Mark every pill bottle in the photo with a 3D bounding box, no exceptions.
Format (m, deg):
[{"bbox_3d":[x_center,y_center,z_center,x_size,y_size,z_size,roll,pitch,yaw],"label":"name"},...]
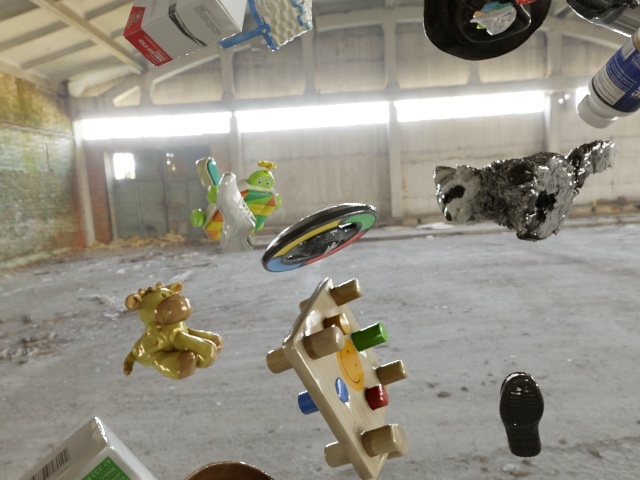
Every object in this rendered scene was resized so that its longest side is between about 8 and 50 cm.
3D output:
[{"bbox_3d":[0.365,-0.190,0.525,0.067,0.066,0.120,-5,-25,-12],"label":"pill bottle"}]

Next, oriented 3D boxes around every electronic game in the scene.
[{"bbox_3d":[0.000,0.000,0.813,0.230,0.048,0.229,-24,-15,-7],"label":"electronic game"}]

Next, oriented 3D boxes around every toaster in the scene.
[{"bbox_3d":[0.593,-0.464,0.842,0.147,0.129,0.226,14,37,-13],"label":"toaster"}]

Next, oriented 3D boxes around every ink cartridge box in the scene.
[{"bbox_3d":[-0.316,-0.566,1.070,0.273,0.196,0.114,-9,-27,26],"label":"ink cartridge box"}]

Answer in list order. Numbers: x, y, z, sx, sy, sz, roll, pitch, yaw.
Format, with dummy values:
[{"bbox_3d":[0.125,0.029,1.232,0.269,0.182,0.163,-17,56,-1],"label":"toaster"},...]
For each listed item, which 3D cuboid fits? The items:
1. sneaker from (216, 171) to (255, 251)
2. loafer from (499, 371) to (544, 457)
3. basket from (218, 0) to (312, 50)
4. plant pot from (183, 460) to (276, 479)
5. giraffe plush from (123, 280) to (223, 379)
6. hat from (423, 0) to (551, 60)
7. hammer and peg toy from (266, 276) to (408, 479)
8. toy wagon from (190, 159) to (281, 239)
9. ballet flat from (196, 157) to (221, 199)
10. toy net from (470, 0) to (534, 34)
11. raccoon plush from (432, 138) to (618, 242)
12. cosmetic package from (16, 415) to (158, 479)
[{"bbox_3d":[-0.142,-0.046,0.768,0.061,0.152,0.053,7,32,10],"label":"sneaker"},{"bbox_3d":[0.396,0.339,0.894,0.080,0.219,0.078,-6,29,14],"label":"loafer"},{"bbox_3d":[-0.176,-0.712,1.360,0.289,0.254,0.201,-16,-34,18],"label":"basket"},{"bbox_3d":[-0.161,0.467,0.603,0.216,0.230,0.215,32,19,-13],"label":"plant pot"},{"bbox_3d":[-0.323,0.178,0.943,0.211,0.170,0.181,0,8,4],"label":"giraffe plush"},{"bbox_3d":[0.427,-0.572,1.091,0.332,0.331,0.133,-4,43,0],"label":"hat"},{"bbox_3d":[0.068,0.261,0.755,0.128,0.361,0.266,-26,9,20],"label":"hammer and peg toy"},{"bbox_3d":[-0.253,-0.122,1.468,0.268,0.068,0.344,2,-38,-46],"label":"toy wagon"},{"bbox_3d":[-0.396,-0.192,1.655,0.087,0.248,0.086,-11,30,6],"label":"ballet flat"},{"bbox_3d":[0.375,-0.457,0.908,0.122,0.045,0.232,-1,33,26],"label":"toy net"},{"bbox_3d":[0.525,-0.147,1.200,0.447,0.215,0.299,-17,22,-27],"label":"raccoon plush"},{"bbox_3d":[-0.360,0.526,0.795,0.197,0.365,0.155,-42,22,-27],"label":"cosmetic package"}]
